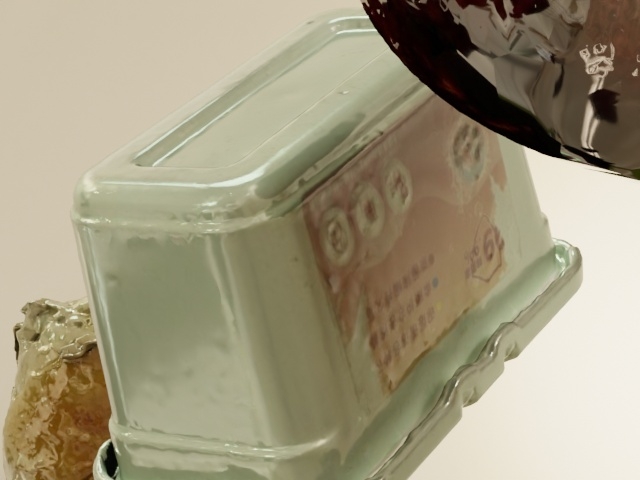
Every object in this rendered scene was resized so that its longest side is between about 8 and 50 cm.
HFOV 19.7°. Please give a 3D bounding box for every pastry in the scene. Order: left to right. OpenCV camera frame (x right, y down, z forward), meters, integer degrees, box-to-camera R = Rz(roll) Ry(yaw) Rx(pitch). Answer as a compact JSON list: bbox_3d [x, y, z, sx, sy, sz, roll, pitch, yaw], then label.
[{"bbox_3d":[-0.100,0.139,1.310,0.257,0.235,0.121,-12,9,2],"label":"pastry"}]

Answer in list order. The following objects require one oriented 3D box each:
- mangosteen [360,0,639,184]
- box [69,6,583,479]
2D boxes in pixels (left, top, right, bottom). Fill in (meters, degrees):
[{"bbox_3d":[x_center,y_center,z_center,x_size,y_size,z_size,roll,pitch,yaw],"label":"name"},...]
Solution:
[{"bbox_3d":[0.148,-0.169,0.786,0.297,0.297,0.293,-36,-17,-9],"label":"mangosteen"},{"bbox_3d":[0.000,0.000,0.991,0.175,0.182,0.312,3,28,33],"label":"box"}]
